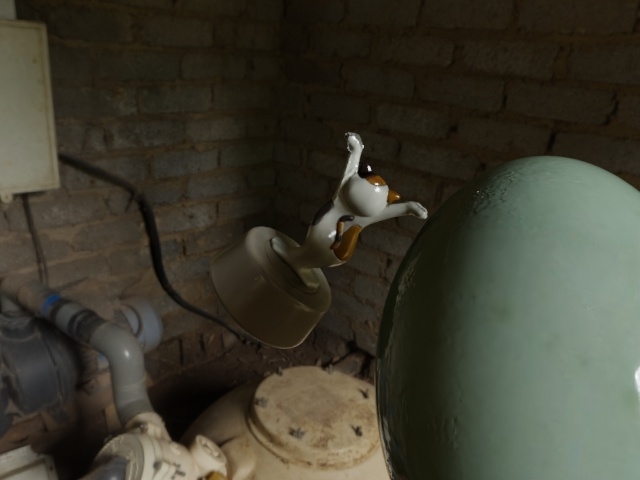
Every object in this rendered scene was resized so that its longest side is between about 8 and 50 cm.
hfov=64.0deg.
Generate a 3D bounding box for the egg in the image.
[{"bbox_3d":[0.186,0.113,0.443,0.276,0.388,0.276,9,-15,3],"label":"egg"}]

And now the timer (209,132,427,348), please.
[{"bbox_3d":[0.000,0.000,0.689,0.175,0.266,0.175,40,21,-19],"label":"timer"}]
